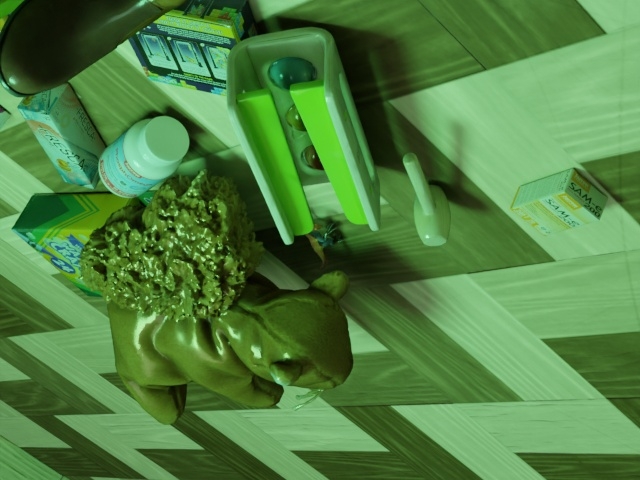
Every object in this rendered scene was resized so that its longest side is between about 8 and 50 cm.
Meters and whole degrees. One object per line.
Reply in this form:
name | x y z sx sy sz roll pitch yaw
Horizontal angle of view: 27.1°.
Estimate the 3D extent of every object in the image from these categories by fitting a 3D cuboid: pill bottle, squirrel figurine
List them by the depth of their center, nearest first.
pill bottle | -0.245 -0.119 1.859 0.087 0.087 0.160 35 153 -17
squirrel figurine | -0.142 0.094 1.911 0.370 0.281 0.397 11 146 46

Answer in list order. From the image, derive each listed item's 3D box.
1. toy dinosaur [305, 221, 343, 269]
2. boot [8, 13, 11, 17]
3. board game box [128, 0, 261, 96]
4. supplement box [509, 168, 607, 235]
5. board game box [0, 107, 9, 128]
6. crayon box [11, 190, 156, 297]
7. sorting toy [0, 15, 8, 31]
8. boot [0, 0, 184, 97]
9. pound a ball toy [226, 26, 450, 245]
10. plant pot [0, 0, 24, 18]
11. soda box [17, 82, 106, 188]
toy dinosaur | 0.000 0.000 1.880 0.047 0.090 0.082 3 -178 27
boot | -0.415 -0.287 1.756 0.121 0.045 0.099 -6 140 41
board game box | -0.150 -0.239 1.595 0.170 0.048 0.141 15 150 24
supplement box | 0.281 -0.044 1.572 0.062 0.036 0.098 36 152 -20
board game box | -0.688 -0.239 2.069 0.319 0.066 0.318 40 151 -26
crayon box | -0.333 0.011 2.190 0.323 0.083 0.203 0 144 42
sorting toy | -0.513 -0.345 1.711 0.348 0.047 0.196 28 156 22
boot | -0.178 -0.242 1.377 0.280 0.264 0.096 0 118 46
pound a ball toy | 0.029 -0.118 1.600 0.208 0.135 0.319 -9 145 11
plant pot | -0.382 -0.353 1.350 0.228 0.227 0.207 51 144 -2
soda box | -0.370 -0.155 1.936 0.058 0.063 0.183 14 152 24
